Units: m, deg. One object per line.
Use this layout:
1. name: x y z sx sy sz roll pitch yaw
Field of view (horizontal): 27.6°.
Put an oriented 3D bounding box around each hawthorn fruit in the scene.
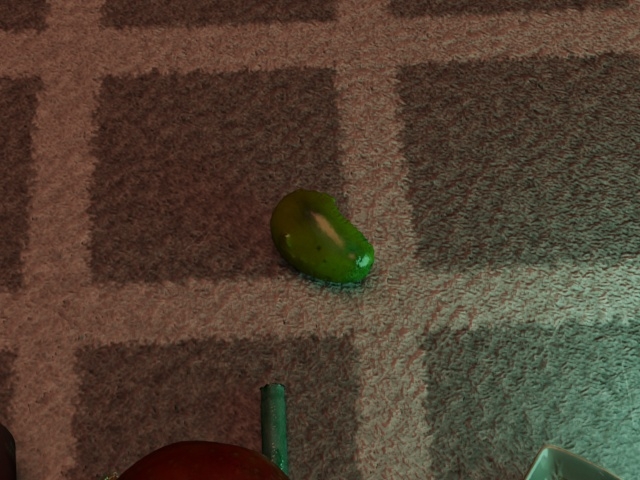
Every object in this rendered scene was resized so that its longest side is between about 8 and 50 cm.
1. hawthorn fruit: -0.142 0.377 1.654 0.284 0.284 0.284 -1 60 1

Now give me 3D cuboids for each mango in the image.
1. mango: -0.001 0.001 1.939 0.178 0.119 0.100 35 53 21

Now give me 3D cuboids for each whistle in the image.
1. whistle: -0.064 0.292 1.821 0.039 0.039 0.186 -4 60 0

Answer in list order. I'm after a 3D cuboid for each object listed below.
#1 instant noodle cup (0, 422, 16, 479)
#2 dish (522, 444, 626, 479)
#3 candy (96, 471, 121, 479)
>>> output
1. instant noodle cup: -0.499 0.341 1.707 0.235 0.235 0.178 -5 50 -1
2. dish: 0.313 0.403 1.729 0.154 0.064 0.234 27 63 16
3. candy: -0.310 0.393 1.764 0.053 0.046 0.182 13 59 7
